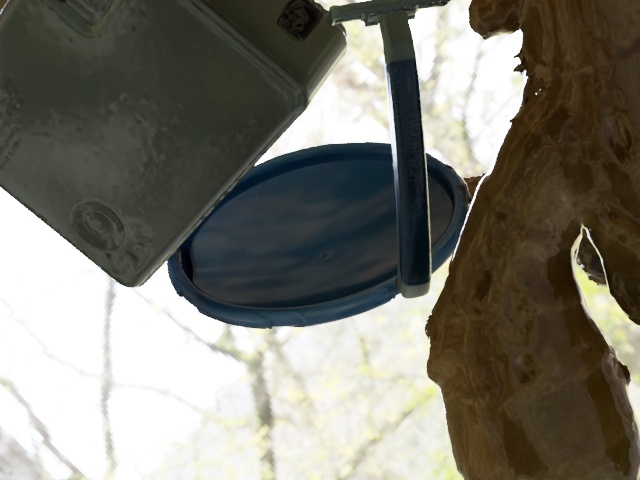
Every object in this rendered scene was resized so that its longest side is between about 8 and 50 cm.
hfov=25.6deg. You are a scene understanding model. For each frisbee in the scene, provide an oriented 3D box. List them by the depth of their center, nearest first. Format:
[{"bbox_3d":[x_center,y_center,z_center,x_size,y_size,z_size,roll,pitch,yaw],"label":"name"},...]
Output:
[{"bbox_3d":[0.000,0.000,1.094,0.242,0.242,0.045,-41,-50,-36],"label":"frisbee"}]

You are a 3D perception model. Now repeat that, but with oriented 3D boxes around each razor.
[{"bbox_3d":[0.048,-0.046,0.793,0.037,0.068,0.191,-110,12,-61],"label":"razor"}]

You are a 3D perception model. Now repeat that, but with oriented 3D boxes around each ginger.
[{"bbox_3d":[0.162,-0.047,0.793,0.363,0.348,0.122,-38,1,13],"label":"ginger"}]

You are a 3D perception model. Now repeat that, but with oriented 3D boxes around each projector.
[{"bbox_3d":[-0.124,-0.108,0.938,0.257,0.192,0.099,-44,11,45],"label":"projector"}]

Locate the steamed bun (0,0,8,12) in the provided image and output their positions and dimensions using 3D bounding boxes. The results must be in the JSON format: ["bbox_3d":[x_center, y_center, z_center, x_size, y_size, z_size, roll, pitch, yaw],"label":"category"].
[{"bbox_3d":[-0.268,-0.190,1.337,0.292,0.295,0.137,100,176,-75],"label":"steamed bun"}]

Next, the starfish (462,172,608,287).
[{"bbox_3d":[0.270,0.042,1.335,0.132,0.398,0.384,-47,8,25],"label":"starfish"}]
